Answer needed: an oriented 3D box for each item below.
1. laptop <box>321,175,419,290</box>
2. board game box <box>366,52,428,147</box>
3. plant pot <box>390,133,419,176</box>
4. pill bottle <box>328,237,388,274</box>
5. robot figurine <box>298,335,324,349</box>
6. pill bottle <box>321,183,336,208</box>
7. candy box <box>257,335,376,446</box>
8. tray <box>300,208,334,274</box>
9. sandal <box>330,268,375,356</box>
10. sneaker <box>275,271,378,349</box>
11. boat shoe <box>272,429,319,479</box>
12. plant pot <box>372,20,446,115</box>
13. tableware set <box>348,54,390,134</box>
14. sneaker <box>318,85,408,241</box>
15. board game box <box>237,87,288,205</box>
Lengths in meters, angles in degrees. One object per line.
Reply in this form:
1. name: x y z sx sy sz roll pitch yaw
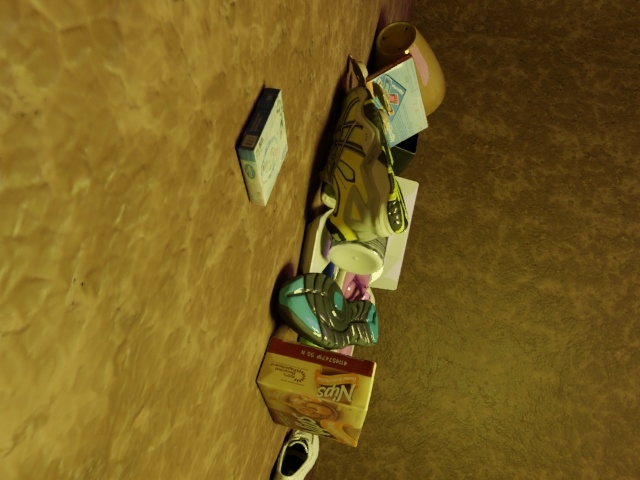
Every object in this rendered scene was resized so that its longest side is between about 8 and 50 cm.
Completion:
1. laptop: 0.161 -0.033 1.327 0.236 0.407 0.382 17 -84 65
2. board game box: 0.233 -0.407 1.319 0.281 0.145 0.027 54 9 -54
3. plant pot: 0.252 -0.338 1.691 0.188 0.187 0.167 -68 180 -49
4. pill bottle: 0.108 -0.051 1.063 0.130 0.130 0.246 88 15 -57
5. robot figurine: -0.019 0.251 1.055 0.101 0.067 0.115 -30 140 -37
6. pill bottle: 0.046 -0.132 0.964 0.065 0.065 0.116 87 18 -60
7. candy box: -0.004 0.298 0.833 0.316 0.182 0.088 89 17 -56
8. tray: 0.000 0.000 0.967 0.270 0.030 0.145 -39 141 -77
9. sandal: 0.102 0.209 1.231 0.169 0.102 0.416 -27 131 -52
10. sneaker: -0.004 0.154 0.833 0.341 0.139 0.125 38 47 -56
11. boat shoe: -0.055 0.557 1.153 0.258 0.095 0.084 -55 159 -72
12. plant pot: 0.258 -0.536 1.356 0.254 0.237 0.237 44 58 -64
13. tableware set: 0.110 -0.315 0.954 0.169 0.020 0.141 63 3 25
14. sneaker: 0.064 -0.165 0.868 0.145 0.147 0.385 55 24 -46
15. board game box: -0.060 -0.100 0.478 0.090 0.020 0.090 87 17 -58
